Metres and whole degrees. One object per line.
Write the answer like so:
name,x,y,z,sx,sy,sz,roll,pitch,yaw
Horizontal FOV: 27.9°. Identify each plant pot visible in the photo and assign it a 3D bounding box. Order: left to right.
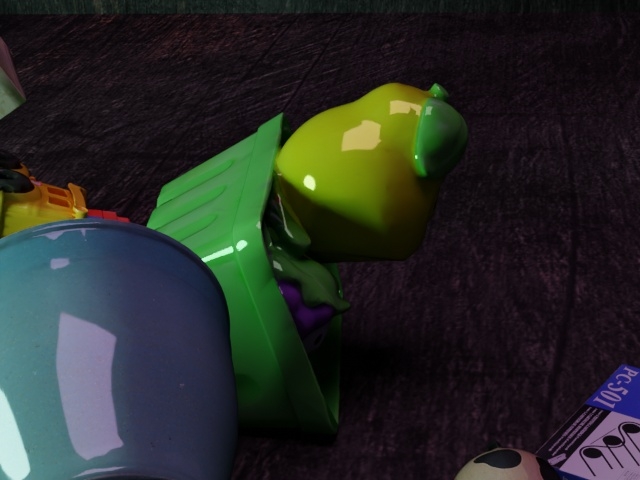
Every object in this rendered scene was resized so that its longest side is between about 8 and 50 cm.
plant pot,-0.187,0.166,1.062,0.271,0.272,0.255,-7,39,-11

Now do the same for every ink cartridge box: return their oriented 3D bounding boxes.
ink cartridge box,0.283,0.188,1.202,0.097,0.046,0.207,14,28,32

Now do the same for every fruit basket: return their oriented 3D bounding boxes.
fruit basket,0.000,0.000,1.362,0.392,0.283,0.392,-16,22,7

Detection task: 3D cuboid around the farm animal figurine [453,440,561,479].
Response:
farm animal figurine,0.187,0.245,0.914,0.330,0.172,0.327,-12,25,-22

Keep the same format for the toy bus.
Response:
toy bus,-0.355,-0.022,1.657,0.211,0.149,0.220,5,18,-18

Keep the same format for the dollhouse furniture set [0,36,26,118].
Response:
dollhouse furniture set,-0.563,-0.148,1.500,0.394,0.362,0.256,-35,28,-2
